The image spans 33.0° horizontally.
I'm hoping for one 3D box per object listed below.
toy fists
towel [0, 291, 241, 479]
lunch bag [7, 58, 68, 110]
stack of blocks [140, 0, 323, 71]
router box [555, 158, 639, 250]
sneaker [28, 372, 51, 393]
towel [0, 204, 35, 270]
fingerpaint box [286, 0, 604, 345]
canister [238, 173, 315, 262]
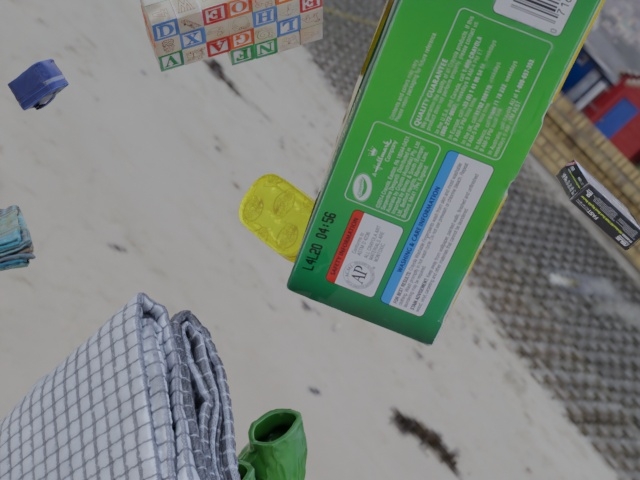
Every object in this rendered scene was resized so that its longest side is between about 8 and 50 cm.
[{"bbox_3d":[-0.110,0.384,1.674,0.279,0.096,0.142,-40,130,-52],"label":"toy fists"},{"bbox_3d":[-0.183,0.225,0.990,0.121,0.235,0.283,31,29,-41],"label":"towel"},{"bbox_3d":[-0.508,-0.274,1.943,0.065,0.098,0.067,58,27,-3],"label":"lunch bag"},{"bbox_3d":[-0.148,-0.387,1.842,0.171,0.297,0.087,91,-22,-62],"label":"stack of blocks"},{"bbox_3d":[0.397,-0.052,1.536,0.122,0.038,0.092,38,20,-18],"label":"router box"},{"bbox_3d":[-0.354,0.252,1.393,0.068,0.071,0.169,34,57,-33],"label":"sneaker"},{"bbox_3d":[-0.531,0.007,1.455,0.370,0.272,0.040,-150,-128,-70],"label":"towel"},{"bbox_3d":[0.134,-0.189,1.057,0.163,0.444,0.371,22,31,-1],"label":"fingerpaint box"},{"bbox_3d":[0.000,0.000,1.277,0.126,0.073,0.170,37,4,43],"label":"canister"}]
